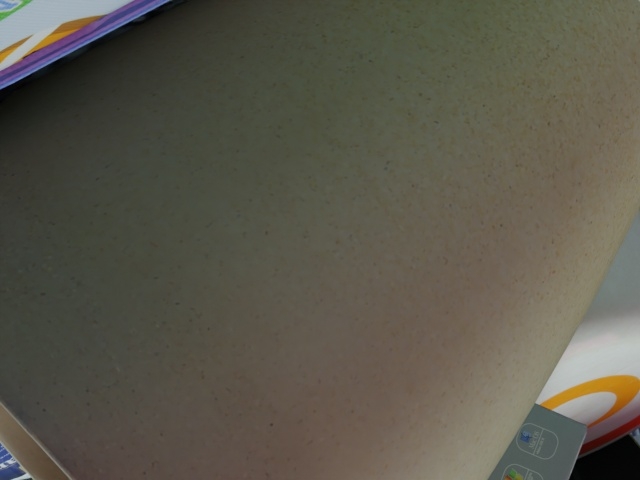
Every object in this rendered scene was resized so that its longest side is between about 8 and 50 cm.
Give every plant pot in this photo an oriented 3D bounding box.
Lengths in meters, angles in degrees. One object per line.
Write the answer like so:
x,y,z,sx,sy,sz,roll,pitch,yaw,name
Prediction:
0.000,0.000,0.719,0.274,0.256,0.256,-42,163,-12,plant pot

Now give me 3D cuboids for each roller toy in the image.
0.112,0.034,1.062,0.191,0.146,0.209,-9,151,-25,roller toy

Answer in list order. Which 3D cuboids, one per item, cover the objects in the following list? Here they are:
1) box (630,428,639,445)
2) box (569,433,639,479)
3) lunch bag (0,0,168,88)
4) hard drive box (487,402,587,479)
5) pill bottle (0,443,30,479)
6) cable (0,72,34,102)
0.253,0.237,1.718,0.261,0.184,0.103,-27,158,-12,box
0.081,0.191,1.143,0.257,0.322,0.079,-25,128,-7,box
-0.092,-0.103,0.346,0.303,0.115,0.243,-27,163,-13,lunch bag
-0.004,0.113,0.954,0.181,0.232,0.089,105,9,-65,hard drive box
-0.158,0.078,0.891,0.067,0.067,0.120,-30,161,-3,pill bottle
-0.127,-0.089,0.575,0.184,0.047,0.150,-36,155,22,cable
